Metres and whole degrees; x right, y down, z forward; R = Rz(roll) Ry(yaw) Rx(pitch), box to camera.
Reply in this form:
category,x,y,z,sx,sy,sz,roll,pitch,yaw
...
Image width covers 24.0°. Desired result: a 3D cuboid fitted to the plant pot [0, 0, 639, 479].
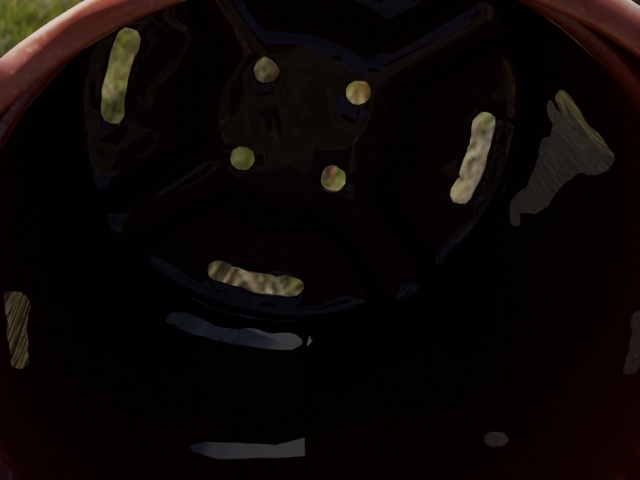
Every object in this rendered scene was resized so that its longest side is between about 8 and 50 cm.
category,x,y,z,sx,sy,sz,roll,pitch,yaw
plant pot,0.000,0.000,0.528,0.272,0.272,0.265,10,22,-8
